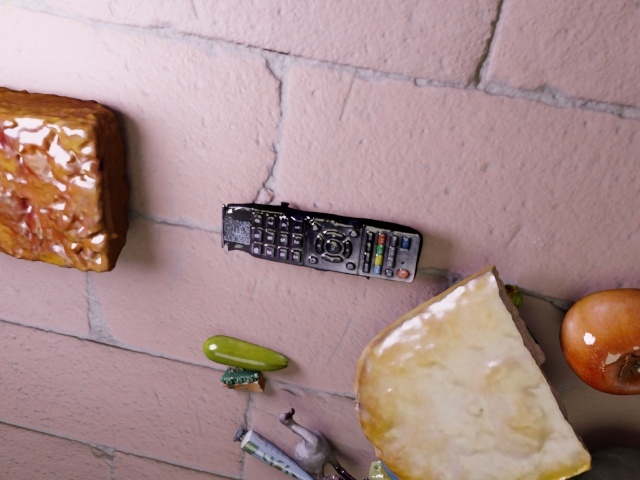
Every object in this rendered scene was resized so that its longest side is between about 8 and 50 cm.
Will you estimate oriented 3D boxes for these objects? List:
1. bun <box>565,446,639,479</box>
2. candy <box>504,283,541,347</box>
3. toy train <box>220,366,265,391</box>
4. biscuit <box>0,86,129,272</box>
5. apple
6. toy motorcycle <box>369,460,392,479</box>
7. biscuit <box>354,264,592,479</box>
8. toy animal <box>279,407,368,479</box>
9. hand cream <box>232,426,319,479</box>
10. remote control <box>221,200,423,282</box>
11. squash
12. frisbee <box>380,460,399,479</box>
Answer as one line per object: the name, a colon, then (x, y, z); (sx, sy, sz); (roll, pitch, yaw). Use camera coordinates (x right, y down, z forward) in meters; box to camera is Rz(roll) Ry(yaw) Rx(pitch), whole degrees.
bun: (0.610, 0.609, 1.530); (0.211, 0.362, 0.361); (34, 139, 46)
candy: (0.407, 0.159, 1.432); (0.194, 0.058, 0.062); (51, 160, -29)
toy train: (-0.187, 0.334, 1.689); (0.103, 0.044, 0.064); (-8, 130, 18)
biscuit: (-0.577, -0.126, 1.408); (0.395, 0.166, 0.342); (11, 126, 9)
apple: (0.578, 0.195, 1.332); (0.235, 0.173, 0.210); (-20, 116, 23)
toy motorcycle: (0.305, 0.547, 1.630); (0.410, 0.168, 0.236); (-10, 118, 19)
biscuit: (0.284, 0.330, 1.420); (0.446, 0.104, 0.429); (-35, 89, 26)
toy animal: (-0.014, 0.508, 1.715); (0.324, 0.090, 0.195); (52, 146, -15)
hand cream: (-0.105, 0.555, 1.800); (0.256, 0.055, 0.088); (33, 166, -8)
remote control: (0.000, 0.000, 1.412); (0.399, 0.062, 0.144); (9, 125, 6)
squash: (-0.172, 0.263, 1.627); (0.201, 0.066, 0.066); (12, 125, -2)
frisbee: (0.255, 0.429, 1.530); (0.290, 0.049, 0.289); (-4, 78, 19)
